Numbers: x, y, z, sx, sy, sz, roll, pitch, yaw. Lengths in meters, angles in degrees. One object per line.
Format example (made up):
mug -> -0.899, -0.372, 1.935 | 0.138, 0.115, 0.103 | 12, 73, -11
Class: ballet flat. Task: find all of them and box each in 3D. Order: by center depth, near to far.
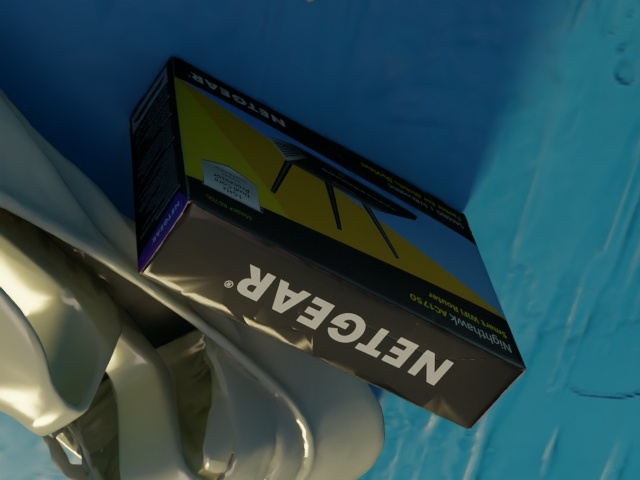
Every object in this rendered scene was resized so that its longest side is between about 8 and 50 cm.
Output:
ballet flat -> -0.104, 0.055, 0.675 | 0.139, 0.139, 0.400 | -35, 128, 14

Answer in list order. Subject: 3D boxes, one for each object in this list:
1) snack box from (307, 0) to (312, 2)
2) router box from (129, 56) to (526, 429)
snack box -> 0.042, -0.182, 0.629 | 0.178, 0.022, 0.064 | -37, 120, 15
router box -> 0.000, 0.000, 0.676 | 0.179, 0.133, 0.046 | 27, 116, -24
